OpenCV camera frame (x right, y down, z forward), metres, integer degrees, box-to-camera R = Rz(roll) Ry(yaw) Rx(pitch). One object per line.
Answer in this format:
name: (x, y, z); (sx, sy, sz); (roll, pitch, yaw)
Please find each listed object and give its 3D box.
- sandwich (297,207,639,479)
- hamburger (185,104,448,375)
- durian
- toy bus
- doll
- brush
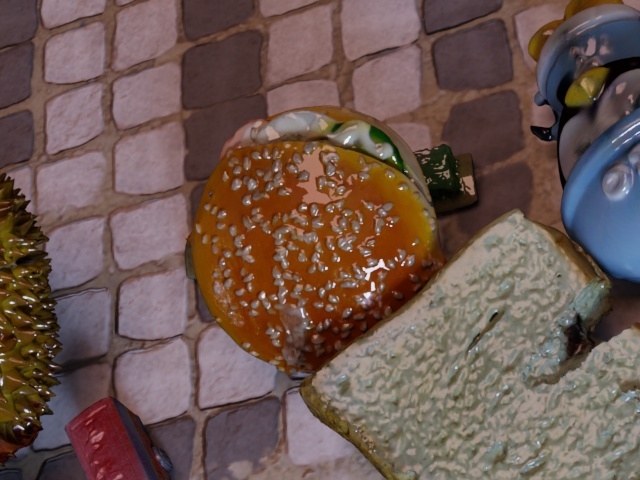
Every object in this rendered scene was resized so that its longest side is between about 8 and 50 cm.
sandwich: (0.159, 0.135, 1.404); (0.249, 0.095, 0.273); (-41, 58, -3)
hamburger: (-0.004, 0.001, 1.532); (0.236, 0.147, 0.237); (-1, 87, 21)
durian: (-0.393, 0.077, 1.608); (0.384, 0.347, 0.348); (-50, 44, 32)
toy bus: (-0.153, 0.219, 1.535); (0.065, 0.077, 0.192); (-36, 50, 5)
doll: (0.258, -0.082, 1.487); (0.177, 0.141, 0.314); (-43, 42, 21)
brush: (0.003, -0.024, 1.638); (0.282, 0.048, 0.054); (-16, 54, 19)
